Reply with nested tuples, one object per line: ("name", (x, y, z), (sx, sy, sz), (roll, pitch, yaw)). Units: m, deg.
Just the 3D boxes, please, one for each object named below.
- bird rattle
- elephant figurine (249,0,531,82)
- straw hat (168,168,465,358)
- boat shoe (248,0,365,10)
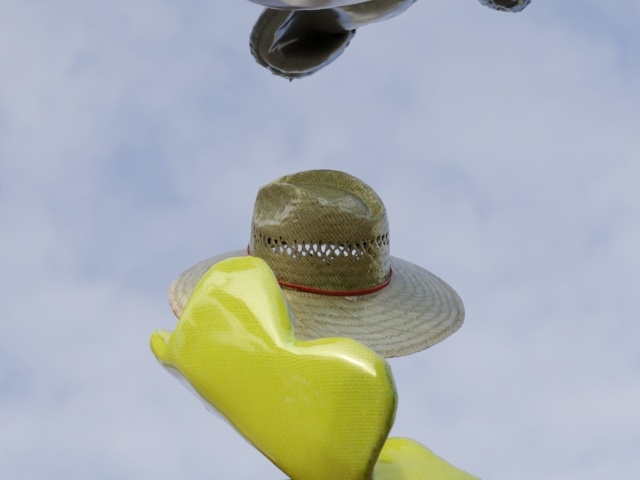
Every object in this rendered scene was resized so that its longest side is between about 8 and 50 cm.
("bird rattle", (-0.037, 0.147, 0.465), (0.143, 0.254, 0.207), (39, -44, -22))
("elephant figurine", (0.010, -0.169, 0.842), (0.186, 0.169, 0.239), (19, -25, 14))
("straw hat", (0.000, 0.000, 0.732), (0.144, 0.144, 0.061), (-1, -68, -6))
("boat shoe", (0.104, -0.154, 0.438), (0.123, 0.342, 0.123), (-15, -83, 47))
